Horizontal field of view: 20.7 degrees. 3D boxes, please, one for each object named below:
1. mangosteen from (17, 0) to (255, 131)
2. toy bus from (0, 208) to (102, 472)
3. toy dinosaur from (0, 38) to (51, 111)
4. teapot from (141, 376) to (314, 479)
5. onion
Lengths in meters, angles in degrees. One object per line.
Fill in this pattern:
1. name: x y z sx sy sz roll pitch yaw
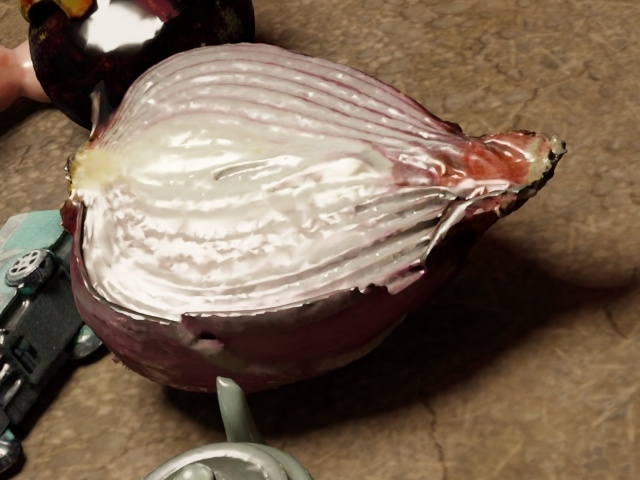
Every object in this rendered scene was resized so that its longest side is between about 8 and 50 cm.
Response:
1. mangosteen: -0.160 -0.197 1.467 0.194 0.230 0.194 -17 32 11
2. toy bus: -0.244 0.085 1.282 0.109 0.091 0.261 -2 39 37
3. toy dinosaur: -0.304 -0.126 1.544 0.177 0.152 0.194 -7 -1 14
4. teapot: -0.054 0.191 1.021 0.162 0.149 0.239 -7 39 13
5. onion: 0.000 0.000 1.228 0.349 0.159 0.267 3 54 16
